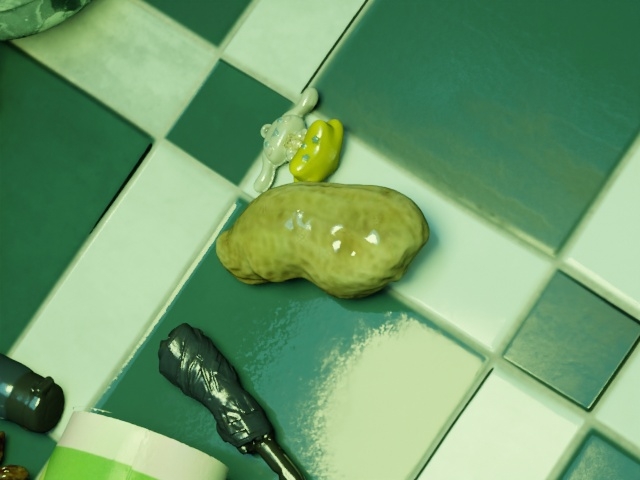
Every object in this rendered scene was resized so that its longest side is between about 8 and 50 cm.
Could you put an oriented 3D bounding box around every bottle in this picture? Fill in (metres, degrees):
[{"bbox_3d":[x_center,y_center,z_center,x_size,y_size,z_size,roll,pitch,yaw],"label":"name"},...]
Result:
[{"bbox_3d":[-0.425,0.162,1.658,0.245,0.072,0.082,21,125,18],"label":"bottle"}]

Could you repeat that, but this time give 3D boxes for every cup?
[{"bbox_3d":[-0.230,0.342,1.485,0.253,0.253,0.273,16,74,17],"label":"cup"}]

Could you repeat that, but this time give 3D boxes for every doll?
[{"bbox_3d":[-0.024,-0.120,1.639,0.113,0.071,0.135,-1,72,33],"label":"doll"}]

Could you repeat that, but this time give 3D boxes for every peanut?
[{"bbox_3d":[0.000,0.000,1.567,0.253,0.122,0.137,6,107,18],"label":"peanut"}]

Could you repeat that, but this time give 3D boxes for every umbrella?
[{"bbox_3d":[-0.096,0.200,1.580,0.071,0.071,0.248,-44,78,0],"label":"umbrella"}]

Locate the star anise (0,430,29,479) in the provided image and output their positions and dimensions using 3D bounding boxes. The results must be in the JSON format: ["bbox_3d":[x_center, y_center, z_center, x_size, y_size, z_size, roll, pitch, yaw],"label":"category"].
[{"bbox_3d":[-0.441,0.331,1.623,0.177,0.073,0.233,26,91,27],"label":"star anise"}]

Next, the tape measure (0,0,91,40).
[{"bbox_3d":[-0.392,-0.376,1.697,0.275,0.147,0.256,26,63,34],"label":"tape measure"}]
